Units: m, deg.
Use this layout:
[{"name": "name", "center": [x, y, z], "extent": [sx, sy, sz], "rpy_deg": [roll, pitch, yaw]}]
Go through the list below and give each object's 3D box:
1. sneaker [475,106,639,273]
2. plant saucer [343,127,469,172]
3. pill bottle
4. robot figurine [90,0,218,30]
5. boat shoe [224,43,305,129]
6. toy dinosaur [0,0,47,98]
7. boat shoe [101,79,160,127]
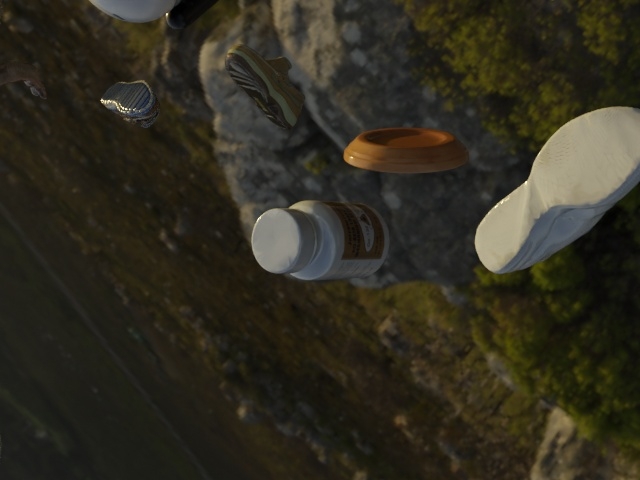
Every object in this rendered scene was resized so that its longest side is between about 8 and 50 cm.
[{"name": "sneaker", "center": [0.232, -0.044, 0.880], "extent": [0.212, 0.094, 0.080], "rpy_deg": [-45, 55, 44]}, {"name": "plant saucer", "center": [0.136, -0.148, 1.579], "extent": [0.200, 0.200, 0.037], "rpy_deg": [16, 114, 42]}, {"name": "pill bottle", "center": [0.000, 0.000, 1.625], "extent": [0.131, 0.229, 0.131], "rpy_deg": [0, 90, 38]}, {"name": "robot figurine", "center": [-0.223, -0.424, 1.373], "extent": [0.209, 0.278, 0.173], "rpy_deg": [38, 152, 0]}, {"name": "boat shoe", "center": [-0.072, -0.229, 1.383], "extent": [0.068, 0.072, 0.190], "rpy_deg": [31, 172, 25]}, {"name": "toy dinosaur", "center": [-0.386, -0.153, 0.900], "extent": [0.296, 0.200, 0.127], "rpy_deg": [2, 109, 46]}, {"name": "boat shoe", "center": [-0.306, -0.229, 1.677], "extent": [0.066, 0.066, 0.183], "rpy_deg": [42, 172, -32]}]
